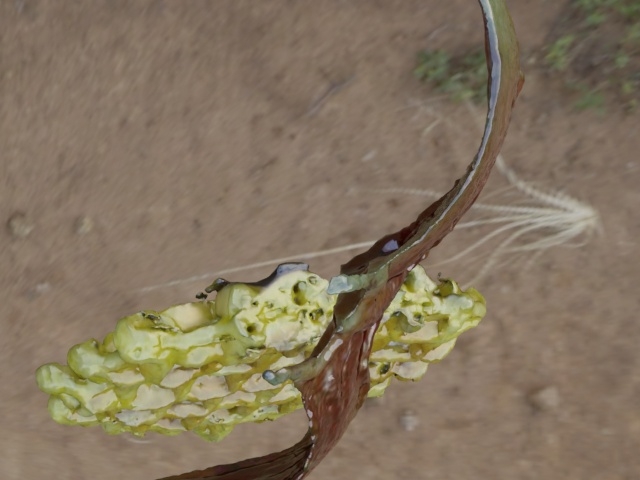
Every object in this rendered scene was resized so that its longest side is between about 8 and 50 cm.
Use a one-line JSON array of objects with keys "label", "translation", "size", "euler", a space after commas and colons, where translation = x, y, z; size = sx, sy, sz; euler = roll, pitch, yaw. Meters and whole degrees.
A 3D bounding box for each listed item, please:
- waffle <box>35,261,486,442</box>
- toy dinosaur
[{"label": "waffle", "translation": [-0.040, 0.084, 1.265], "size": [0.307, 0.312, 0.060], "euler": [-23, 71, 22]}, {"label": "toy dinosaur", "translation": [0.000, -0.003, 0.813], "size": [0.113, 0.327, 0.206], "euler": [32, 45, 6]}]
